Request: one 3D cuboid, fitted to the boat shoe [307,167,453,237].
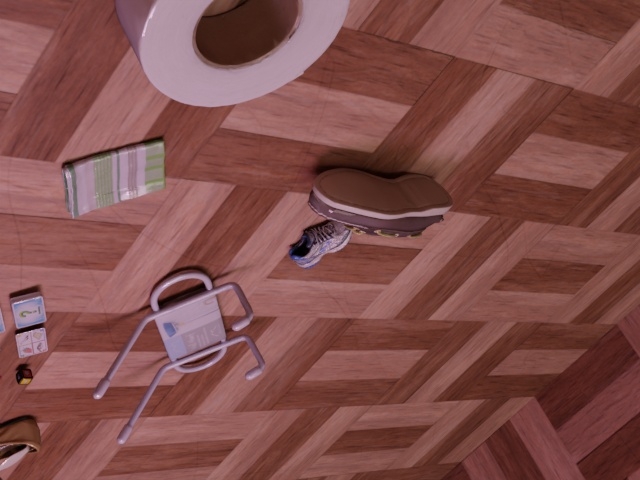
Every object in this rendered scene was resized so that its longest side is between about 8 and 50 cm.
[{"bbox_3d":[0.093,-0.054,2.006,0.324,0.117,0.097,-2,138,-47],"label":"boat shoe"}]

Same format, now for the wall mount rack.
[{"bbox_3d":[-0.259,0.211,2.094,0.304,0.130,0.350,-23,149,-10],"label":"wall mount rack"}]

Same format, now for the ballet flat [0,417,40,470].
[{"bbox_3d":[-0.618,0.392,2.124,0.232,0.073,0.080,-22,149,-12],"label":"ballet flat"}]

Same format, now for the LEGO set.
[{"bbox_3d":[-0.529,0.187,1.906,0.182,0.060,0.244,-14,148,-18],"label":"LEGO set"}]

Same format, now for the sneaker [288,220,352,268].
[{"bbox_3d":[0.000,0.000,2.071,0.135,0.052,0.058,-41,144,19],"label":"sneaker"}]

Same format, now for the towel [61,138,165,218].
[{"bbox_3d":[-0.297,-0.089,1.709,0.152,0.023,0.113,-18,149,-19],"label":"towel"}]

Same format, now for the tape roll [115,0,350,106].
[{"bbox_3d":[-0.107,-0.300,1.469,0.286,0.100,0.286,-21,149,-14],"label":"tape roll"}]

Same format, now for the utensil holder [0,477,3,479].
[{"bbox_3d":[-0.706,0.417,1.742,0.385,0.327,0.328,-47,153,-14],"label":"utensil holder"}]
